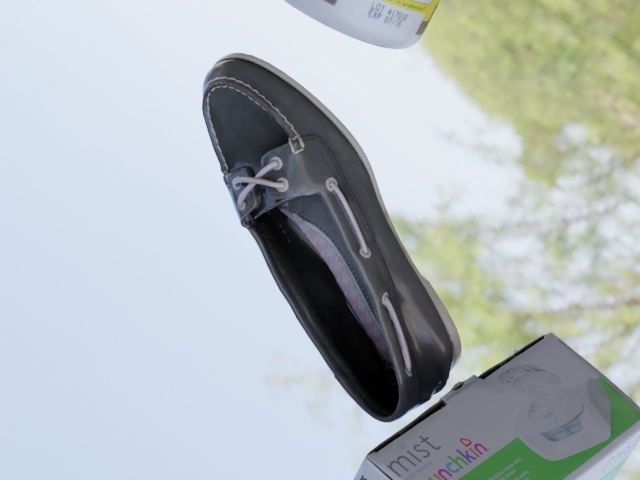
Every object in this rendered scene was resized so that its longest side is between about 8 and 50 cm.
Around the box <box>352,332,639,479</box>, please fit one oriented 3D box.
[{"bbox_3d":[0.120,0.232,1.598,0.127,0.231,0.262,42,-138,20],"label":"box"}]

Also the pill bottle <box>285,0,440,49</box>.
[{"bbox_3d":[0.055,-0.239,1.217,0.117,0.215,0.117,24,-162,-8],"label":"pill bottle"}]

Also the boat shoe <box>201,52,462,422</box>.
[{"bbox_3d":[0.000,0.000,1.576,0.335,0.112,0.095,56,-138,-11],"label":"boat shoe"}]
